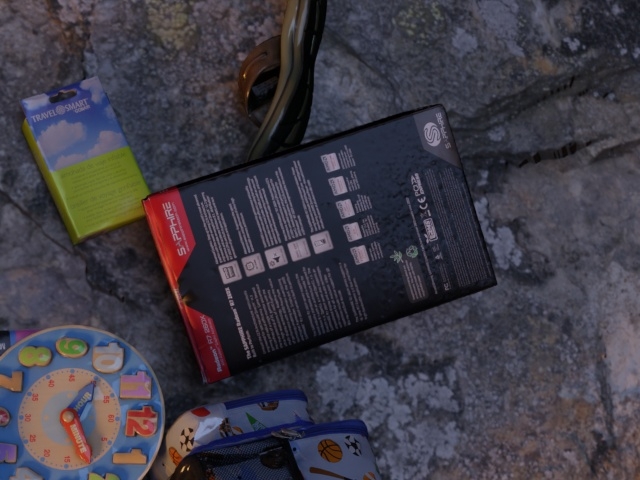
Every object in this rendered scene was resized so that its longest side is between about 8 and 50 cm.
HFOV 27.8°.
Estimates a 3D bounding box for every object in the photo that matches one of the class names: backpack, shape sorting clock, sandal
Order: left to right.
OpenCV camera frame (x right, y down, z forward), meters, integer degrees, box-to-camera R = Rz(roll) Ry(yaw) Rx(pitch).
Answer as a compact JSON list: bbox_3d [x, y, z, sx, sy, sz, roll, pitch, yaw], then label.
[{"bbox_3d":[-0.270,0.191,1.388,0.206,0.040,0.206,2,72,-6],"label":"shape sorting clock"},{"bbox_3d":[-0.061,0.289,1.432,0.263,0.276,0.213,-1,63,-25],"label":"backpack"},{"bbox_3d":[-0.056,-0.215,1.644,0.086,0.120,0.302,7,71,10],"label":"sandal"}]

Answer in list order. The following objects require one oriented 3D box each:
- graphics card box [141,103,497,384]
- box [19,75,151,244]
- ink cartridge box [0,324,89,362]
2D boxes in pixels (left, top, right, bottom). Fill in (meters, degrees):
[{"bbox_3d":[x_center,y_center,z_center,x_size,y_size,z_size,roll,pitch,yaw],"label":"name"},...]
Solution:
[{"bbox_3d":[0.000,0.000,1.531,0.371,0.094,0.233,-19,95,-6],"label":"graphics card box"},{"bbox_3d":[-0.280,-0.096,1.545,0.109,0.042,0.178,-23,86,-26],"label":"box"},{"bbox_3d":[-0.328,0.281,1.420,0.176,0.069,0.371,-3,80,-23],"label":"ink cartridge box"}]
